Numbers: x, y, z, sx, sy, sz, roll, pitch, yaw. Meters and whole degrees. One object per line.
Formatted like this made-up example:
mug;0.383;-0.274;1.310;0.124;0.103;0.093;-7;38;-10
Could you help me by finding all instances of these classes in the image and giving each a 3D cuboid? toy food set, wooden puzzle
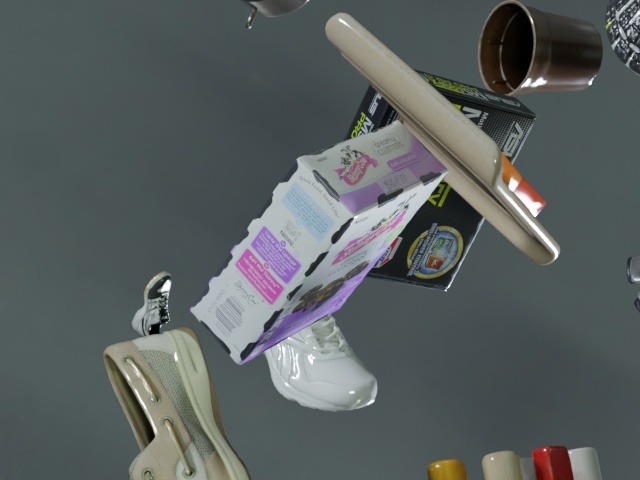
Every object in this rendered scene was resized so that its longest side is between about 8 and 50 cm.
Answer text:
toy food set;0.225;0.280;1.315;0.111;0.104;0.232;-23;158;39
wooden puzzle;0.118;-0.091;1.108;0.221;0.044;0.239;46;-179;29

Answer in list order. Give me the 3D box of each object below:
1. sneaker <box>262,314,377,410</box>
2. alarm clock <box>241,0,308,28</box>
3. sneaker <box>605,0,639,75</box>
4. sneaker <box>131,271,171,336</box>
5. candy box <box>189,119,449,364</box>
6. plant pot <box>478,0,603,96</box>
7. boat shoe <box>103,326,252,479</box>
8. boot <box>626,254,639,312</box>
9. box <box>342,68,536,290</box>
sneaker;-0.019;0.095;1.349;0.090;0.115;0.232;-11;-145;-39
alarm clock;-0.035;-0.347;1.491;0.064;0.192;0.129;26;-152;-49
sneaker;0.489;-0.230;1.626;0.121;0.111;0.300;0;-128;-52
sneaker;-0.178;0.074;1.369;0.037;0.083;0.032;39;-149;28
candy box;0.000;0.000;1.080;0.070;0.165;0.196;47;126;14
plant pot;0.388;-0.327;2.156;0.165;0.167;0.167;1;178;-28
boat shoe;-0.129;0.218;1.145;0.098;0.302;0.109;-8;146;-21
boot;0.638;0.105;1.995;0.118;0.223;0.338;38;-155;-31
box;0.120;-0.075;1.563;0.216;0.270;0.060;12;-154;-31
